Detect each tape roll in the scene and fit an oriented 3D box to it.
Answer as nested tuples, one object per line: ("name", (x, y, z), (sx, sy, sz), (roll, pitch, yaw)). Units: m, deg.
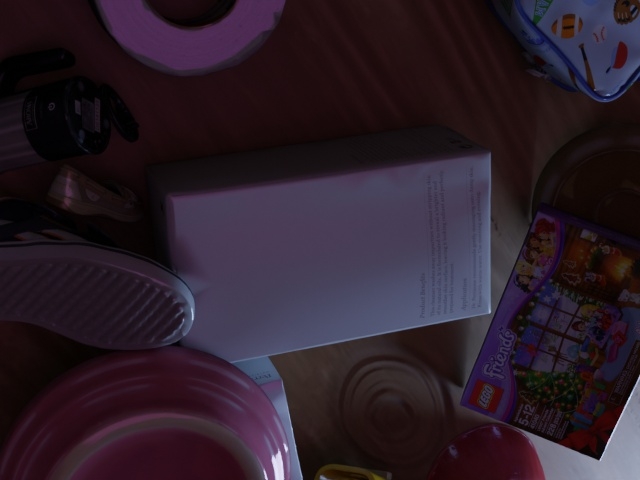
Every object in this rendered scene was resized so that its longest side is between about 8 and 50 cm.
("tape roll", (-0.145, -0.292, 1.153), (0.219, 0.072, 0.219), (-5, 108, -16))

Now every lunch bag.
("lunch bag", (0.352, -0.326, 1.286), (0.243, 0.115, 0.303), (40, 92, -27))

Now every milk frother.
("milk frother", (-0.287, -0.124, 1.154), (0.134, 0.129, 0.143), (-9, 148, 21))

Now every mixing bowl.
("mixing bowl", (0.247, 0.361, 1.486), (0.181, 0.098, 0.182), (-5, 109, -16))

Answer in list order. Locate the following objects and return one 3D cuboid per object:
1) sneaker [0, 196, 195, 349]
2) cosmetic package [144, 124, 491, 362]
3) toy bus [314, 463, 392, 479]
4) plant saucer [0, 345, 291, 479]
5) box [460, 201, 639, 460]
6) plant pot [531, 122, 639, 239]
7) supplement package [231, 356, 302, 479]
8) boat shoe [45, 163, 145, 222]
("sneaker", (-0.286, 0.025, 1.138), (0.320, 0.127, 0.126), (9, 125, -1))
("cosmetic package", (0.000, 0.000, 1.255), (0.384, 0.156, 0.217), (-7, 110, -15))
("toy bus", (0.065, 0.359, 1.417), (0.190, 0.202, 0.105), (17, 71, -16))
("plant saucer", (-0.187, 0.280, 1.163), (0.332, 0.084, 0.332), (-5, 109, -16))
("box", (0.327, 0.121, 1.386), (0.200, 0.057, 0.293), (21, 110, 8))
("plant pot", (0.392, -0.033, 1.372), (0.236, 0.032, 0.237), (4, 107, 14))
("supplement package", (-0.169, 0.261, 1.289), (0.261, 0.145, 0.204), (-15, 112, -14))
("boat shoe", (-0.241, -0.052, 1.175), (0.153, 0.056, 0.048), (10, 101, -62))
